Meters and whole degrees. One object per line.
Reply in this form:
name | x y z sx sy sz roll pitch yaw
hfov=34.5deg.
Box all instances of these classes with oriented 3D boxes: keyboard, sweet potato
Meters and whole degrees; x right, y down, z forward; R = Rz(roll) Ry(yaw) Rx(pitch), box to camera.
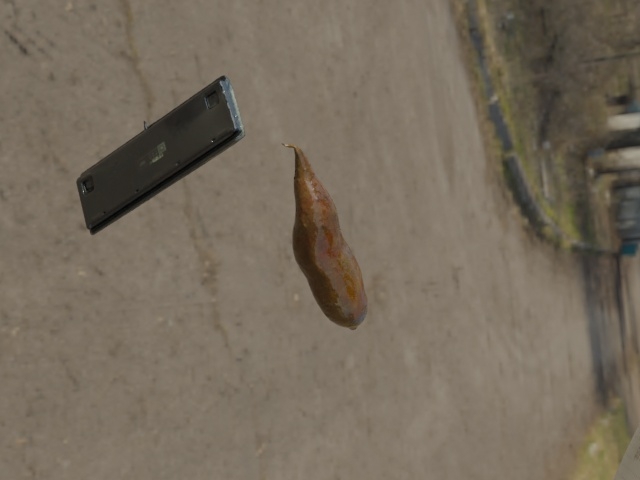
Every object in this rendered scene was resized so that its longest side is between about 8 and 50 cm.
keyboard | -0.181 -0.094 1.144 0.025 0.230 0.094 24 42 -54
sweet potato | 0.000 0.000 0.928 0.056 0.056 0.195 -64 141 -58

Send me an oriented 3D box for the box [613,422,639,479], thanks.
box | 0.387 0.227 0.730 0.095 0.330 0.210 -65 168 -1
